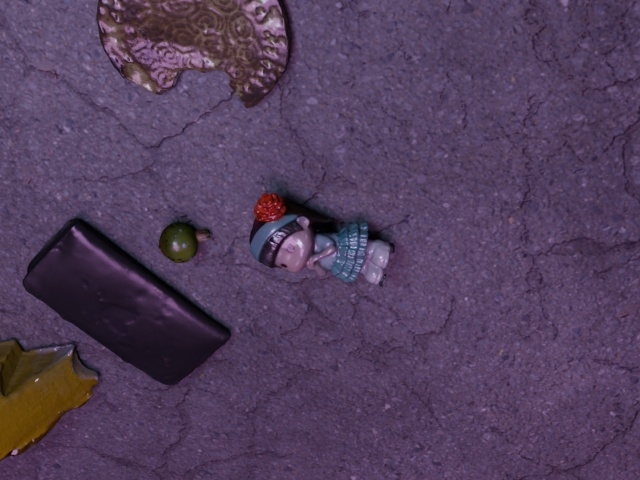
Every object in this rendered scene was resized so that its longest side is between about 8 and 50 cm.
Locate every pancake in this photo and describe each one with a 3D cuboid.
[{"bbox_3d":[-0.189,-0.314,1.425,0.288,0.033,0.286,-28,118,24],"label":"pancake"}]

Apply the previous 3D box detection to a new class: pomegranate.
[{"bbox_3d":[-0.239,-0.003,1.628,0.084,0.073,0.073,-48,112,-7],"label":"pomegranate"}]

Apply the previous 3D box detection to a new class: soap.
[{"bbox_3d":[-0.614,0.353,1.751,0.304,0.339,0.169,-10,124,16],"label":"soap"}]

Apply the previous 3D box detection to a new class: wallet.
[{"bbox_3d":[-0.358,0.127,1.738,0.377,0.051,0.197,39,117,-19],"label":"wallet"}]

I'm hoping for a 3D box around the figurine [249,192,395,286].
[{"bbox_3d":[0.000,0.000,1.574,0.245,0.110,0.138,14,123,-8],"label":"figurine"}]
